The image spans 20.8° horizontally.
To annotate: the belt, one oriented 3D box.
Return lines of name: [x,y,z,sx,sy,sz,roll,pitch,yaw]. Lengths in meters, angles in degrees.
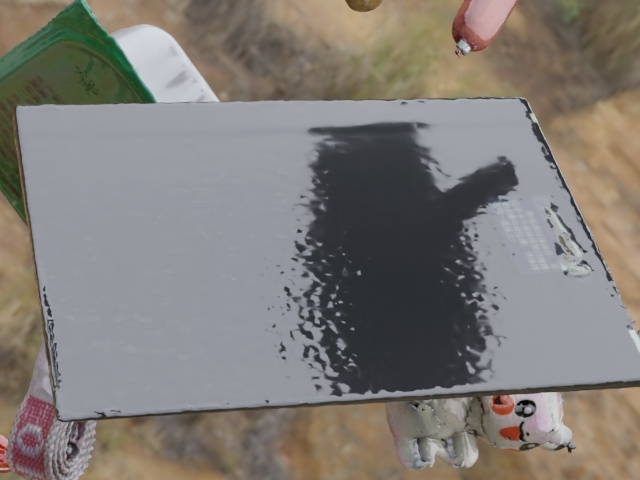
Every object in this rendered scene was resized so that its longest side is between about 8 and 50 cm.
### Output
belt: [-0.186,0.074,1.339,0.053,0.232,0.071,12,-6,23]

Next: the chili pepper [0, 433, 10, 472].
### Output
chili pepper: [-0.406,0.230,1.954,0.169,0.065,0.088,11,59,3]

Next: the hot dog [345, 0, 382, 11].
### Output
hot dog: [0.017,-0.232,1.371,0.060,0.090,0.140,22,19,-23]

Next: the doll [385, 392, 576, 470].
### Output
doll: [0.159,0.162,1.728,0.095,0.192,0.149,-89,176,-53]

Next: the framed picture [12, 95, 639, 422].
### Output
framed picture: [0.000,0.000,1.023,0.339,0.014,0.255,-3,43,-15]

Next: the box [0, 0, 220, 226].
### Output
box: [-0.198,-0.095,1.687,0.106,0.337,0.264,-44,104,-36]

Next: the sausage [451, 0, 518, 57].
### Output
sausage: [0.135,-0.196,1.084,0.029,0.029,0.223,40,64,-16]
